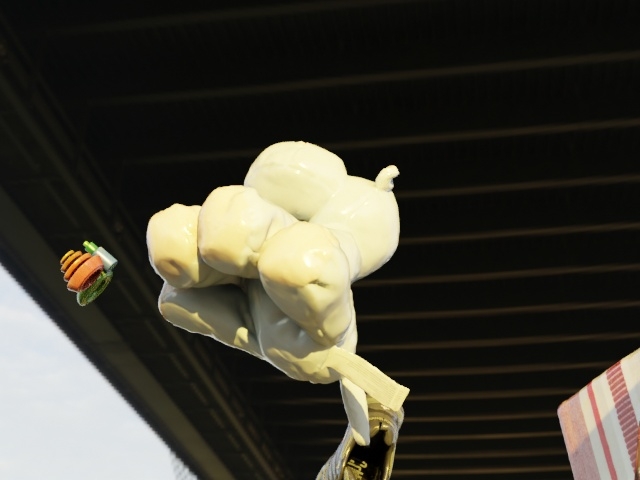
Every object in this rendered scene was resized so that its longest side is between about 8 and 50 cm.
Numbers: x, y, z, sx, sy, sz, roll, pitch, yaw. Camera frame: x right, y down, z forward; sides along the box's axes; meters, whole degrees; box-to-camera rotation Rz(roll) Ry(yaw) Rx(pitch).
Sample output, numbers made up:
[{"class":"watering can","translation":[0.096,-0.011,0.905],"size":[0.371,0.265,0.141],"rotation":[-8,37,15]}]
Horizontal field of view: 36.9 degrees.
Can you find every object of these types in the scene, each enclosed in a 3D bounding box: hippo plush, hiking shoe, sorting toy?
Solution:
[{"class":"hippo plush","translation":[0.000,0.000,0.960],"size":[0.294,0.237,0.234],"rotation":[30,-35,3]},{"class":"hiking shoe","translation":[0.037,0.306,1.203],"size":[0.086,0.227,0.114],"rotation":[18,13,5]},{"class":"sorting toy","translation":[-0.261,0.032,1.063],"size":[0.042,0.061,0.102],"rotation":[40,-17,6]}]

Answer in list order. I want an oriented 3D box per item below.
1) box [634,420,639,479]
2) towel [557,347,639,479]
[{"class":"box","translation":[0.330,0.233,0.871],"size":[0.094,0.137,0.027],"rotation":[30,-45,-6]},{"class":"towel","translation":[0.423,0.257,1.213],"size":[0.037,0.237,0.329],"rotation":[4,-32,-21]}]
